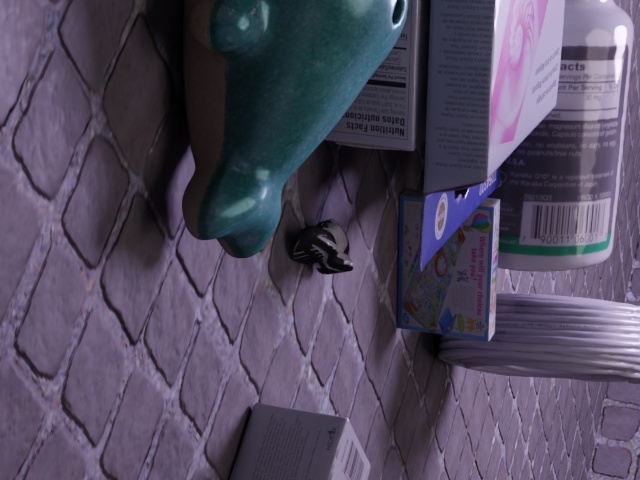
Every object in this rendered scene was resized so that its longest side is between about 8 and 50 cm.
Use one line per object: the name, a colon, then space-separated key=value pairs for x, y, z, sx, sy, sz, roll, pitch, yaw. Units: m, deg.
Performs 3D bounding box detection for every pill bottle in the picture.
pill bottle: x=0.236 y=-0.161 z=1.782 sx=0.204 sy=0.204 sz=0.361 roll=-29 pitch=125 yaw=-67

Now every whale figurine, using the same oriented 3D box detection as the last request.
whale figurine: x=-0.020 y=-0.122 z=1.141 sx=0.216 sy=0.141 sz=0.272 roll=37 pitch=63 yaw=-69

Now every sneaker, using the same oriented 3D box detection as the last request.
sneaker: x=0.000 y=0.000 z=1.423 sx=0.109 sy=0.040 sz=0.044 roll=41 pitch=42 yaw=-72

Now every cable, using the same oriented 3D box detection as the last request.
cable: x=0.267 y=0.113 z=1.906 sx=0.257 sy=0.257 sz=0.089 roll=16 pitch=77 yaw=-57

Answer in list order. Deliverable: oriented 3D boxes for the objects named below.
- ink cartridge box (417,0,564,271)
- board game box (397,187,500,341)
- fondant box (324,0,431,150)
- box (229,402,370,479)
ink cartridge box: x=0.169 y=-0.168 z=1.506 sx=0.324 sy=0.071 sz=0.330 roll=-42 pitch=135 yaw=-65
board game box: x=0.135 y=0.026 z=1.714 sx=0.026 sy=0.103 sz=0.154 roll=-45 pitch=140 yaw=-61
fondant box: x=0.081 y=-0.270 z=1.453 sx=0.238 sy=0.096 sz=0.330 roll=-42 pitch=137 yaw=-63
box: x=-0.019 y=0.206 z=1.356 sx=0.101 sy=0.087 sz=0.102 roll=67 pitch=36 yaw=-56
